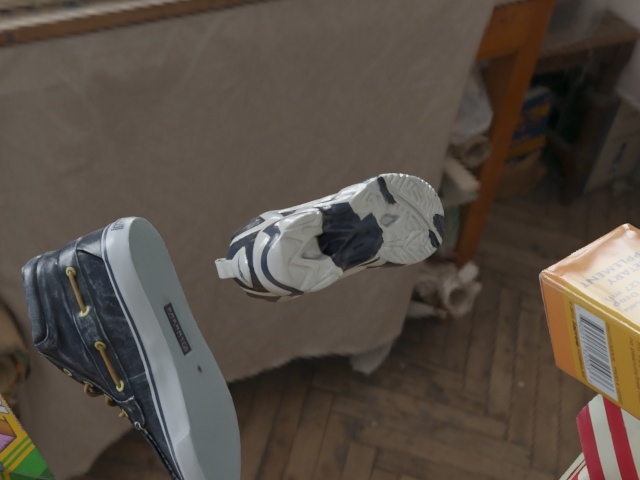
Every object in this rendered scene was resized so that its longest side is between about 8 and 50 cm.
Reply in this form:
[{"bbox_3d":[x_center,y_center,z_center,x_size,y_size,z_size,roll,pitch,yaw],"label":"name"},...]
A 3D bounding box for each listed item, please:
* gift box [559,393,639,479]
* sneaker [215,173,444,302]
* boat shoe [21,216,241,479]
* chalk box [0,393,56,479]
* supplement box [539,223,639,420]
[{"bbox_3d":[0.298,0.190,0.846,0.255,0.276,0.258,41,38,15],"label":"gift box"},{"bbox_3d":[0.000,0.000,1.154,0.153,0.094,0.235,-7,15,47],"label":"sneaker"},{"bbox_3d":[-0.112,0.081,0.723,0.083,0.183,0.065,-18,4,21],"label":"boat shoe"},{"bbox_3d":[-0.377,0.163,0.922,0.180,0.289,0.179,-42,66,2],"label":"chalk box"},{"bbox_3d":[0.222,0.072,0.647,0.078,0.080,0.233,-27,33,-19],"label":"supplement box"}]
